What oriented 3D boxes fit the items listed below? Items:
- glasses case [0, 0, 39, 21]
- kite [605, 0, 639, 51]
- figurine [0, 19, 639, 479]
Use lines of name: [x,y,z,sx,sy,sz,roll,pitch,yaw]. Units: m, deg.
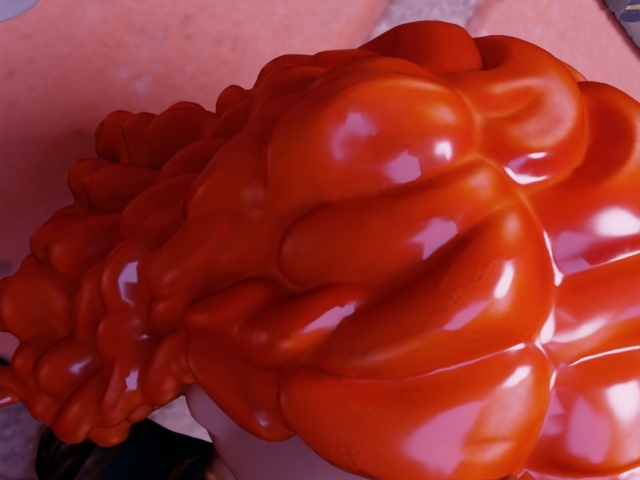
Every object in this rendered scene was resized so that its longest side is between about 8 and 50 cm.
glasses case: [-0.134,-0.174,0.729,0.067,0.045,0.178,-15,120,-40]
kite: [0.222,-0.099,0.952,0.141,0.015,0.245,-31,120,-7]
figurine: [-0.008,0.103,0.761,0.241,0.306,0.412,0,113,-35]
